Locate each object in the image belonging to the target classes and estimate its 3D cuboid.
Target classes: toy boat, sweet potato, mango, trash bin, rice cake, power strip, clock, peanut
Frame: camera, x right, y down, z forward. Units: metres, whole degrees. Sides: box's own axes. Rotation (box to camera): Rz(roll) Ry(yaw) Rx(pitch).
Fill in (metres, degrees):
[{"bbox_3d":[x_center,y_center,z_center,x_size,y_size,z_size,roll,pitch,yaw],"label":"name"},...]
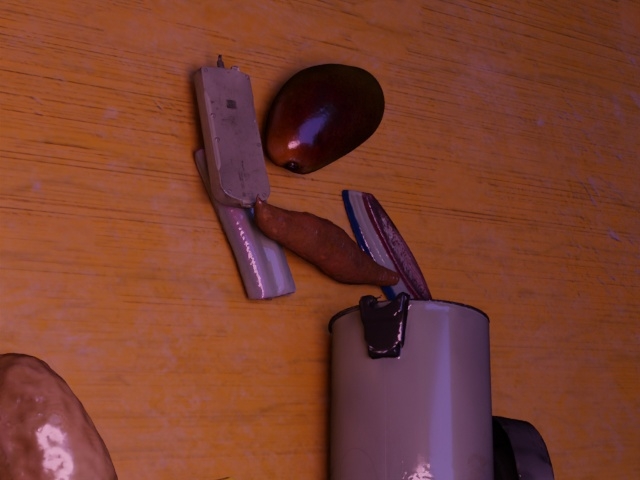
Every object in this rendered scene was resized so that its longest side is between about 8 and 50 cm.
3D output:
[{"bbox_3d":[0.101,0.021,2.022,0.080,0.046,0.229,-38,103,-41],"label":"toy boat"},{"bbox_3d":[0.000,0.000,1.893,0.314,0.066,0.072,34,36,-47],"label":"sweet potato"},{"bbox_3d":[0.010,-0.183,1.964,0.133,0.111,0.267,52,41,0],"label":"mango"},{"bbox_3d":[0.118,0.232,1.834,0.277,0.217,0.262,43,43,-60],"label":"trash bin"},{"bbox_3d":[-0.098,-0.024,1.849,0.080,0.042,0.222,-17,87,-50],"label":"rice cake"},{"bbox_3d":[-0.118,-0.143,1.835,0.080,0.029,0.227,6,64,-37],"label":"power strip"},{"bbox_3d":[0.239,0.372,1.856,0.055,0.280,0.280,5,69,-13],"label":"clock"},{"bbox_3d":[-0.301,0.305,1.451,0.192,0.169,0.387,4,68,-38],"label":"peanut"}]

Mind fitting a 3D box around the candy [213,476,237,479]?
[{"bbox_3d":[-0.159,0.409,1.559,0.088,0.146,0.276,38,51,-29],"label":"candy"}]
